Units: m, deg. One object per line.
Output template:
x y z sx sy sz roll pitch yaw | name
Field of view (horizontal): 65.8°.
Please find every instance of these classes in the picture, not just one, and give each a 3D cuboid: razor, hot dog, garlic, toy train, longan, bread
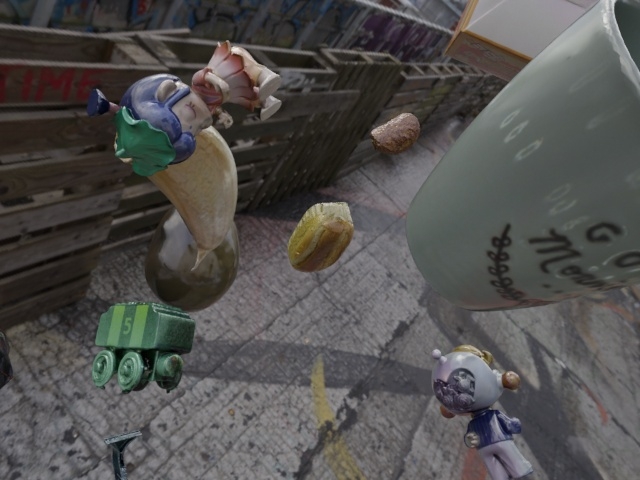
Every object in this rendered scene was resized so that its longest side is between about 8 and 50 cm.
-0.296 0.396 0.761 0.066 0.033 0.190 8 63 -57 | razor
0.121 -0.172 0.801 0.058 0.083 0.035 59 -7 19 | hot dog
-0.207 -0.090 0.749 0.164 0.145 0.245 -66 144 -42 | garlic
-0.476 0.282 1.310 0.167 0.299 0.238 28 61 -53 | toy train
-0.378 0.039 1.479 0.288 0.350 0.288 10 -3 1 | longan
0.000 0.000 1.325 0.139 0.236 0.106 1 56 -25 | bread

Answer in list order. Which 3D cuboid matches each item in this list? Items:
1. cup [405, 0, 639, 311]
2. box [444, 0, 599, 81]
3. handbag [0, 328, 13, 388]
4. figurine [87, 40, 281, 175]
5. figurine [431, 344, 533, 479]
0.223 -0.026 0.412 0.258 0.234 0.186 23 54 -19 | cup
0.453 -0.475 1.030 0.283 0.260 0.214 25 10 2 | box
-0.858 0.268 1.198 0.215 0.155 0.169 32 -15 46 | handbag
-0.149 -0.147 0.560 0.195 0.111 0.102 -36 72 -20 | figurine
0.320 0.358 1.026 0.133 0.193 0.275 3 77 -43 | figurine
